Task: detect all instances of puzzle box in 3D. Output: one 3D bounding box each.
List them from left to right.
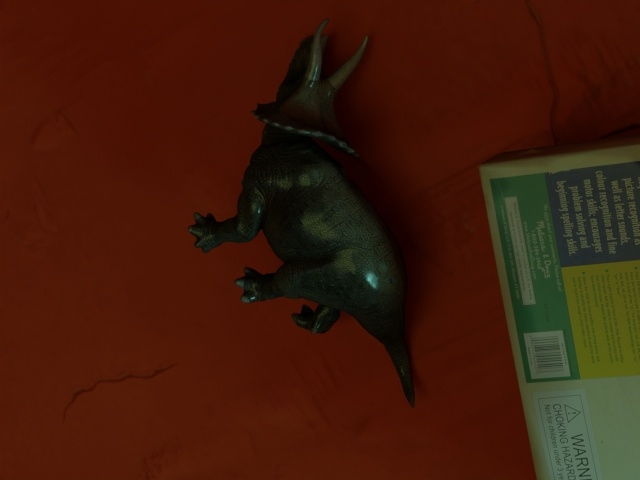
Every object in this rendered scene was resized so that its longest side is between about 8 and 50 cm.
[{"bbox_3d":[0.279,0.119,1.322,0.272,0.052,0.409,-6,101,27],"label":"puzzle box"}]

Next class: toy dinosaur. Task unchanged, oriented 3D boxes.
[{"bbox_3d":[0.000,0.000,1.494,0.160,0.121,0.313,-22,91,51],"label":"toy dinosaur"}]
